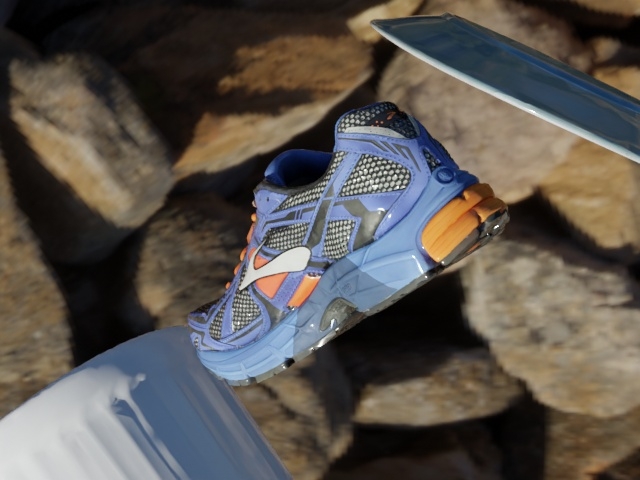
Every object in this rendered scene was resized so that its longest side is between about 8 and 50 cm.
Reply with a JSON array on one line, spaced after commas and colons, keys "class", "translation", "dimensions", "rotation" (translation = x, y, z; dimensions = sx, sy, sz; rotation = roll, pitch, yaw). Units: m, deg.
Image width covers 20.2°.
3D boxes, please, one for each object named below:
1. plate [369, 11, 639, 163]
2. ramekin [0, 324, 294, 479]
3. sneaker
[{"class": "plate", "translation": [0.112, -0.072, 0.854], "dimensions": [0.188, 0.188, 0.024], "rotation": [24, 100, -13]}, {"class": "ramekin", "translation": [-0.143, 0.192, 1.125], "dimensions": [0.277, 0.277, 0.135], "rotation": [-37, 76, -16]}, {"class": "sneaker", "translation": [0.000, 0.000, 0.849], "dimensions": [0.083, 0.221, 0.087], "rotation": [-29, 86, -42]}]
